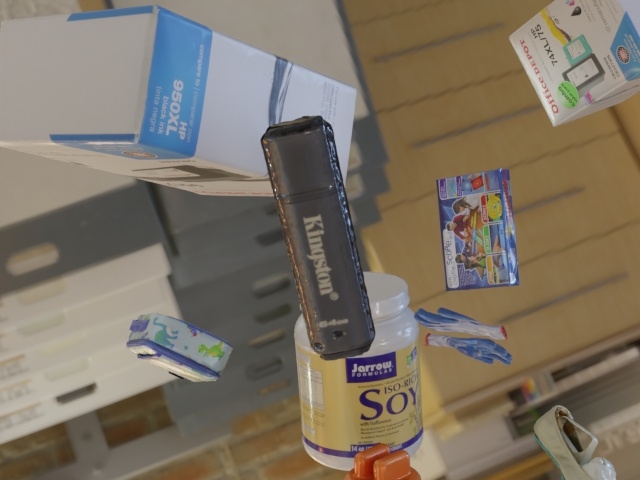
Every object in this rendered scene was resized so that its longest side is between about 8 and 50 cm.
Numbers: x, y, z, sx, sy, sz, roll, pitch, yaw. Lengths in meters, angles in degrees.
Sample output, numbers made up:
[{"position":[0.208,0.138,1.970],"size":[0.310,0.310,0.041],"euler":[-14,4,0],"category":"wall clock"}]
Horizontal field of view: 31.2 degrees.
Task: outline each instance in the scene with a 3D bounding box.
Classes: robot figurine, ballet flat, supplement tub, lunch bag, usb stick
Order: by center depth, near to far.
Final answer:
[{"position":[0.000,0.000,1.238],"size":[0.077,0.277,0.045],"euler":[-14,-159,-2],"category":"usb stick"},{"position":[0.402,0.343,1.755],"size":[0.086,0.248,0.086],"euler":[-8,123,-13],"category":"ballet flat"},{"position":[0.102,0.443,1.845],"size":[0.158,0.219,0.128],"euler":[0,-167,8],"category":"robot figurine"},{"position":[-0.277,0.204,2.196],"size":[0.176,0.090,0.219],"euler":[28,165,-17],"category":"lunch bag"},{"position":[0.073,0.246,2.198],"size":[0.241,0.331,0.241],"euler":[-4,-164,1],"category":"supplement tub"}]

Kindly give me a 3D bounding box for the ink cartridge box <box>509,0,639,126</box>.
[{"position":[0.521,-0.362,2.054],"size":[0.197,0.198,0.270],"euler":[-22,173,-31],"category":"ink cartridge box"}]

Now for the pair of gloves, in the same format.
[{"position":[0.241,0.163,1.927],"size":[0.159,0.023,0.198],"euler":[10,157,19],"category":"pair of gloves"}]

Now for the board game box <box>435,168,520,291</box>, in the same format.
[{"position":[0.271,-0.016,1.986],"size":[0.136,0.201,0.035],"euler":[-7,175,42],"category":"board game box"}]

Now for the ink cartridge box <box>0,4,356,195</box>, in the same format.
[{"position":[-0.182,-0.165,1.493],"size":[0.286,0.166,0.395],"euler":[4,175,38],"category":"ink cartridge box"}]
